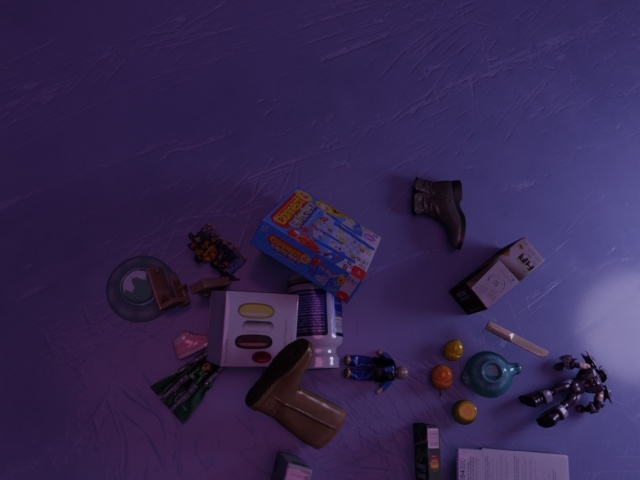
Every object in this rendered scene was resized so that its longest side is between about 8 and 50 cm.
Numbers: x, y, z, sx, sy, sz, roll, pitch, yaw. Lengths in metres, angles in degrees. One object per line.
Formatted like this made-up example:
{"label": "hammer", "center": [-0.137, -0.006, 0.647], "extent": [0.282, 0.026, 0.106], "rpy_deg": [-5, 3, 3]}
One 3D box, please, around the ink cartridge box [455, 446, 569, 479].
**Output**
{"label": "ink cartridge box", "center": [0.521, 0.746, 1.482], "extent": [0.330, 0.071, 0.324], "rpy_deg": [6, 73, -3]}

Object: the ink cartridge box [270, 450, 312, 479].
{"label": "ink cartridge box", "center": [-0.099, 0.659, 1.293], "extent": [0.066, 0.296, 0.261], "rpy_deg": [16, 72, -4]}

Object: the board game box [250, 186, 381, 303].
{"label": "board game box", "center": [0.000, 0.000, 1.516], "extent": [0.302, 0.086, 0.308], "rpy_deg": [32, 27, 1]}

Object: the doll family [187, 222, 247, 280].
{"label": "doll family", "center": [-0.304, 0.045, 1.562], "extent": [0.193, 0.076, 0.111], "rpy_deg": [38, 67, 1]}

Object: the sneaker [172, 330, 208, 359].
{"label": "sneaker", "center": [-0.345, 0.272, 1.498], "extent": [0.134, 0.051, 0.070], "rpy_deg": [-24, 83, -10]}

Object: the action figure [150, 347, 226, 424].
{"label": "action figure", "center": [-0.331, 0.364, 1.472], "extent": [0.137, 0.063, 0.232], "rpy_deg": [44, 69, 9]}

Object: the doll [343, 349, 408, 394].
{"label": "doll", "center": [0.161, 0.375, 1.548], "extent": [0.189, 0.046, 0.129], "rpy_deg": [8, 63, -13]}

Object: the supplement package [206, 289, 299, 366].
{"label": "supplement package", "center": [-0.182, 0.233, 1.442], "extent": [0.203, 0.149, 0.194], "rpy_deg": [6, 83, -26]}

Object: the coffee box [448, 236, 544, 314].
{"label": "coffee box", "center": [0.531, 0.109, 1.634], "extent": [0.247, 0.141, 0.098], "rpy_deg": [-35, 82, -17]}

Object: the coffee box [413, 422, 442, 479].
{"label": "coffee box", "center": [0.291, 0.596, 1.468], "extent": [0.041, 0.113, 0.184], "rpy_deg": [3, 75, -9]}

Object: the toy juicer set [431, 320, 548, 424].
{"label": "toy juicer set", "center": [0.470, 0.361, 1.585], "extent": [0.329, 0.089, 0.209], "rpy_deg": [-38, 69, -9]}

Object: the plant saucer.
{"label": "plant saucer", "center": [-0.508, 0.132, 1.524], "extent": [0.195, 0.037, 0.194], "rpy_deg": [2, 73, -8]}

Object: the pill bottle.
{"label": "pill bottle", "center": [-0.014, 0.226, 1.510], "extent": [0.153, 0.153, 0.264], "rpy_deg": [1, 73, -8]}

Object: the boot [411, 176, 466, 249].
{"label": "boot", "center": [0.367, -0.084, 1.709], "extent": [0.161, 0.083, 0.246], "rpy_deg": [0, 68, -1]}

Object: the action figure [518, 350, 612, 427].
{"label": "action figure", "center": [0.741, 0.440, 1.596], "extent": [0.285, 0.099, 0.185], "rpy_deg": [-21, 71, -18]}

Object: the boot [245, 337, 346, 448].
{"label": "boot", "center": [-0.030, 0.401, 1.406], "extent": [0.236, 0.089, 0.269], "rpy_deg": [-46, 120, 7]}

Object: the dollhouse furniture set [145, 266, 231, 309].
{"label": "dollhouse furniture set", "center": [-0.365, 0.101, 1.496], "extent": [0.151, 0.144, 0.123], "rpy_deg": [-29, 77, 26]}
